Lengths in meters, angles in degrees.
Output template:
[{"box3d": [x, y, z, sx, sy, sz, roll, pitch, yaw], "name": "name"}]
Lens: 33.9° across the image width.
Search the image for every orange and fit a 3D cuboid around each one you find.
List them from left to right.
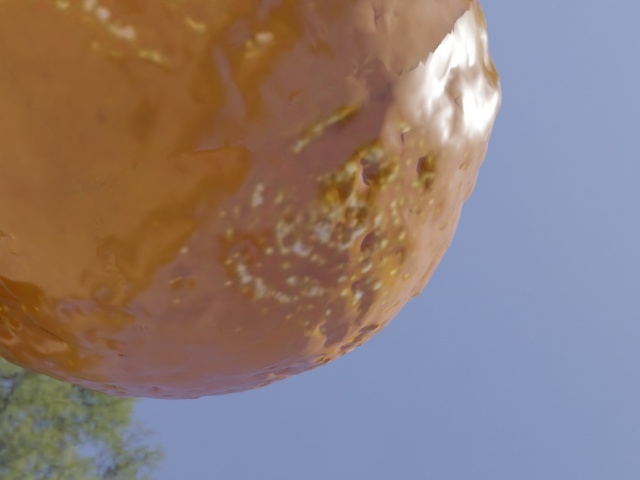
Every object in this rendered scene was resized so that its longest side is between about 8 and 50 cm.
[{"box3d": [-0.091, -0.078, 0.524, 0.340, 0.293, 0.341, 28, -43, 29], "name": "orange"}]
